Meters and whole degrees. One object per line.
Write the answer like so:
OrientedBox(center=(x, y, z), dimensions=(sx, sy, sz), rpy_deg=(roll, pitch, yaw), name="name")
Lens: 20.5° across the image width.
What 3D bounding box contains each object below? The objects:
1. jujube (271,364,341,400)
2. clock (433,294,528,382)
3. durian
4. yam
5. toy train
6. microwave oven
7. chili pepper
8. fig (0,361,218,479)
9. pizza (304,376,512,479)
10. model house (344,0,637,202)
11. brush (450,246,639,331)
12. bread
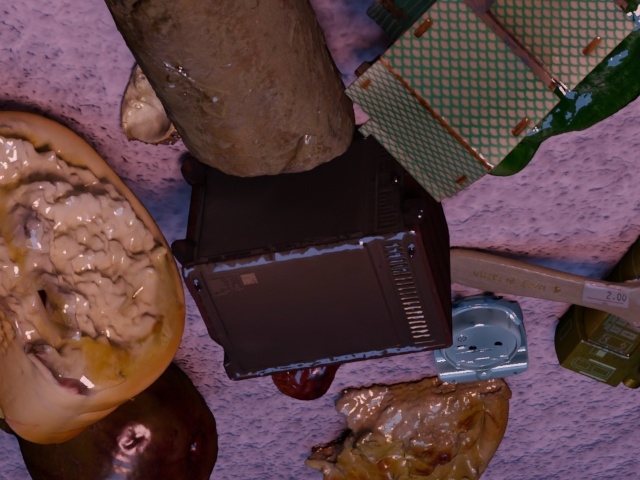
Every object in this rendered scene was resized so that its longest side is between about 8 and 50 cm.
OrientedBox(center=(-0.007, 0.125, 1.977), dimensions=(0.077, 0.077, 0.129), rpy_deg=(14, 132, -21), name="jujube")
OrientedBox(center=(0.178, 0.102, 1.987), dimensions=(0.108, 0.045, 0.147), rpy_deg=(-8, 140, 3), name="clock")
OrientedBox(center=(-0.151, -0.127, 1.671), dimensions=(0.066, 0.052, 0.130), rpy_deg=(12, 139, -15), name="durian")
OrientedBox(center=(-0.080, -0.179, 1.525), dimensions=(0.168, 0.168, 0.304), rpy_deg=(-13, 139, 11), name="yam")
OrientedBox(center=(0.365, 0.075, 1.939), dimensions=(0.137, 0.090, 0.225), rpy_deg=(21, 131, -12), name="toy train")
OrientedBox(center=(0.000, 0.002, 1.744), dimensions=(0.247, 0.188, 0.178), rpy_deg=(-9, 135, 12), name="microwave oven")
OrientedBox(center=(0.220, -0.147, 1.648), dimensions=(0.270, 0.099, 0.136), rpy_deg=(-35, 155, 25), name="chili pepper")
OrientedBox(center=(-0.282, 0.207, 2.007), dimensions=(0.321, 0.217, 0.217), rpy_deg=(15, 146, 22), name="fig")
OrientedBox(center=(0.106, 0.264, 2.152), dimensions=(0.223, 0.089, 0.323), rpy_deg=(6, 139, -17), name="pizza")
OrientedBox(center=(0.116, -0.148, 1.503), dimensions=(0.178, 0.206, 0.271), rpy_deg=(47, 122, -7), name="model house")
OrientedBox(center=(0.289, 0.057, 1.881), dimensions=(0.337, 0.020, 0.085), rpy_deg=(11, 128, 10), name="brush")
OrientedBox(center=(-0.272, 0.034, 1.700), dimensions=(0.211, 0.315, 0.270), rpy_deg=(-31, 173, -33), name="bread")
